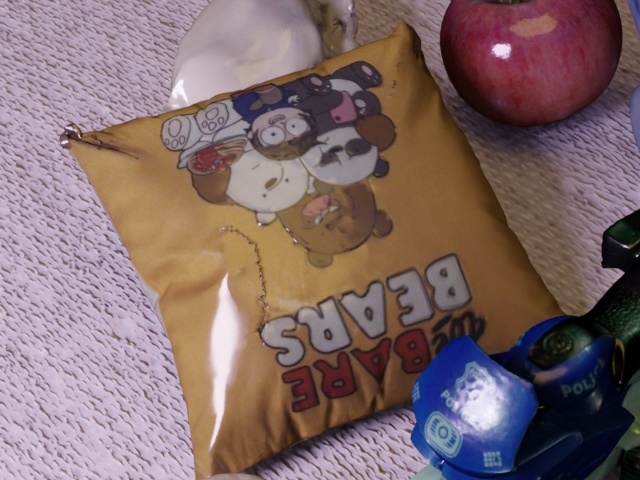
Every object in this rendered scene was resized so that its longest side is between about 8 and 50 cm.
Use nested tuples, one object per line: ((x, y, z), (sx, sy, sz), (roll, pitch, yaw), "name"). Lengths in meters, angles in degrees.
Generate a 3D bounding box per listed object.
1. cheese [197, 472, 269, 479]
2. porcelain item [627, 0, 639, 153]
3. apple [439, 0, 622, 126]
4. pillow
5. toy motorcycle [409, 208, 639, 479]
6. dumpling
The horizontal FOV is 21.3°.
((-0.007, 0.256, 1.035), (0.093, 0.159, 0.263), (-48, 51, 16), "cheese")
((0.332, -0.215, 1.287), (0.178, 0.405, 0.243), (-5, 46, -2), "porcelain item")
((0.179, -0.164, 1.437), (0.153, 0.120, 0.153), (-12, 36, 9), "apple")
((0.000, 0.000, 1.273), (0.310, 0.119, 0.312), (-18, 69, -17), "pillow")
((0.166, 0.102, 1.135), (0.331, 0.196, 0.125), (-34, 55, -24), "toy motorcycle")
((-0.043, -0.138, 1.422), (0.162, 0.132, 0.250), (17, 53, 12), "dumpling")
